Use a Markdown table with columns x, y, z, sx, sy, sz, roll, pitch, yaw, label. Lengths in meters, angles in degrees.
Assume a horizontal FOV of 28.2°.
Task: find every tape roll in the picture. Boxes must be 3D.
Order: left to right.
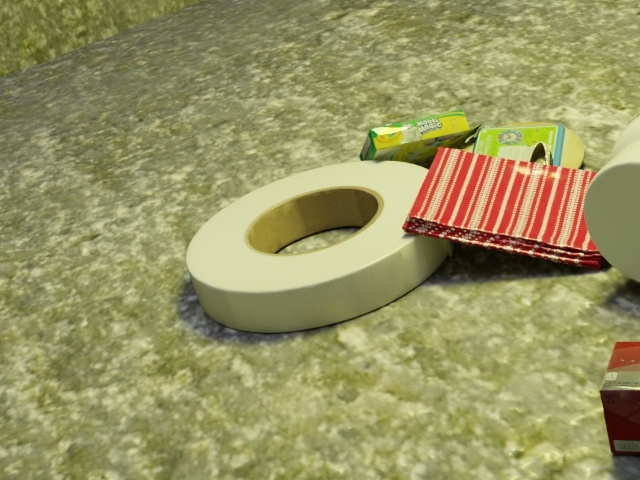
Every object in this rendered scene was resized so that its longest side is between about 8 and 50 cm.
| x | y | z | sx | sy | sz | roll | pitch | yaw | label |
| --- | --- | --- | --- | --- | --- | --- | --- | --- | --- |
| 0.000 | 0.000 | 1.836 | 0.392 | 0.072 | 0.392 | -14 | 25 | 7 | tape roll |

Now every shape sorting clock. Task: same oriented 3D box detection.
| x | y | z | sx | sy | sz | roll | pitch | yaw | label |
| --- | --- | --- | --- | --- | --- | --- | --- | --- | --- |
| 0.295 | -0.118 | 1.926 | 0.206 | 0.040 | 0.206 | -9 | 36 | 7 | shape sorting clock |

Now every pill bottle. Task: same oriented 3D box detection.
| x | y | z | sx | sy | sz | roll | pitch | yaw | label |
| --- | --- | --- | --- | --- | --- | --- | --- | --- | --- |
| 0.489 | -0.104 | 1.593 | 0.204 | 0.204 | 0.361 | 7 | 34 | 41 | pill bottle |

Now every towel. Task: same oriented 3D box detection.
| x | y | z | sx | sy | sz | roll | pitch | yaw | label |
| --- | --- | --- | --- | --- | --- | --- | --- | --- | --- |
| 0.267 | -0.052 | 1.720 | 0.274 | 0.031 | 0.199 | 11 | 39 | 16 | towel |

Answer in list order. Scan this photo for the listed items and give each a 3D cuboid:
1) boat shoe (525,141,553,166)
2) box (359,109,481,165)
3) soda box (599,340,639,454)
| x | y | z | sx | sy | sz | roll | pitch | yaw | label |
| --- | --- | --- | --- | --- | --- | --- | --- | --- | --- |
| 0.304 | -0.080 | 1.811 | 0.049 | 0.043 | 0.137 | 5 | 51 | 20 | boat shoe |
| 0.157 | -0.155 | 2.002 | 0.179 | 0.043 | 0.105 | -11 | -18 | -13 | box |
| 0.415 | 0.155 | 1.250 | 0.263 | 0.083 | 0.092 | -2 | 29 | 27 | soda box |
